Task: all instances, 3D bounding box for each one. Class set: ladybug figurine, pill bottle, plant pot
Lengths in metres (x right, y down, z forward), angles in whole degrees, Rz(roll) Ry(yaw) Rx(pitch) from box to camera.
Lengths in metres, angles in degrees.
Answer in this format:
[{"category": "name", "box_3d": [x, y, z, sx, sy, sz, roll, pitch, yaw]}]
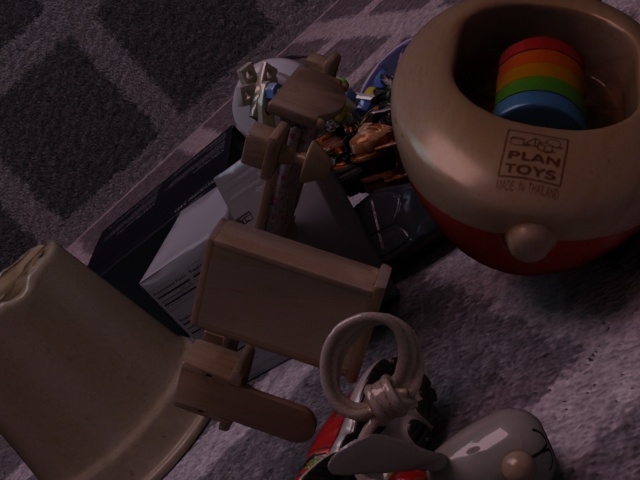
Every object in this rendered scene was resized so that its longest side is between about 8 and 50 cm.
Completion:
[{"category": "ladybug figurine", "box_3d": [0.222, -0.112, 1.059, 0.305, 0.162, 0.449, 12, 40, 10]}, {"category": "pill bottle", "box_3d": [-0.071, -0.271, 1.991, 0.176, 0.176, 0.318, -37, 3, 15]}, {"category": "plant pot", "box_3d": [-0.354, 0.181, 1.435, 0.334, 0.305, 0.334, -37, 19, 15]}]

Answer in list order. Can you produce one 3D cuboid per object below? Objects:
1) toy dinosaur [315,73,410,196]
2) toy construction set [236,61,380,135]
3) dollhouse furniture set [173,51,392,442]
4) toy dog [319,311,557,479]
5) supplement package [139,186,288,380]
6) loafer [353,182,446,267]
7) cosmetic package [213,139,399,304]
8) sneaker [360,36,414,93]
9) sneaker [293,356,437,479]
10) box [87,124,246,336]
[{"category": "toy dinosaur", "box_3d": [0.088, -0.112, 1.395, 0.322, 0.164, 0.218, 16, 32, 28]}, {"category": "toy construction set", "box_3d": [-0.024, -0.191, 1.712, 0.328, 0.215, 0.151, 22, 67, 45]}, {"category": "dollhouse furniture set", "box_3d": [0.000, 0.000, 1.117, 0.355, 0.174, 0.303, -63, -9, -60]}, {"category": "toy dog", "box_3d": [0.020, 0.225, 0.757, 0.333, 0.220, 0.161, -47, 2, -2]}, {"category": "supplement package", "box_3d": [-0.104, 0.045, 1.402, 0.149, 0.203, 0.194, -32, 20, 27]}, {"category": "loafer", "box_3d": [0.141, -0.030, 1.302, 0.302, 0.095, 0.109, -33, 50, 37]}, {"category": "cosmetic package", "box_3d": [-0.018, -0.005, 1.274, 0.127, 0.238, 0.107, -34, -19, 17]}, {"category": "sneaker", "box_3d": [0.187, -0.252, 1.606, 0.323, 0.130, 0.236, -28, 17, 20]}, {"category": "sneaker", "box_3d": [0.018, 0.235, 0.938, 0.279, 0.107, 0.118, -51, 2, -35]}, {"category": "box", "box_3d": [-0.231, 0.004, 1.796, 0.343, 0.179, 0.312, -37, 18, 13]}]
